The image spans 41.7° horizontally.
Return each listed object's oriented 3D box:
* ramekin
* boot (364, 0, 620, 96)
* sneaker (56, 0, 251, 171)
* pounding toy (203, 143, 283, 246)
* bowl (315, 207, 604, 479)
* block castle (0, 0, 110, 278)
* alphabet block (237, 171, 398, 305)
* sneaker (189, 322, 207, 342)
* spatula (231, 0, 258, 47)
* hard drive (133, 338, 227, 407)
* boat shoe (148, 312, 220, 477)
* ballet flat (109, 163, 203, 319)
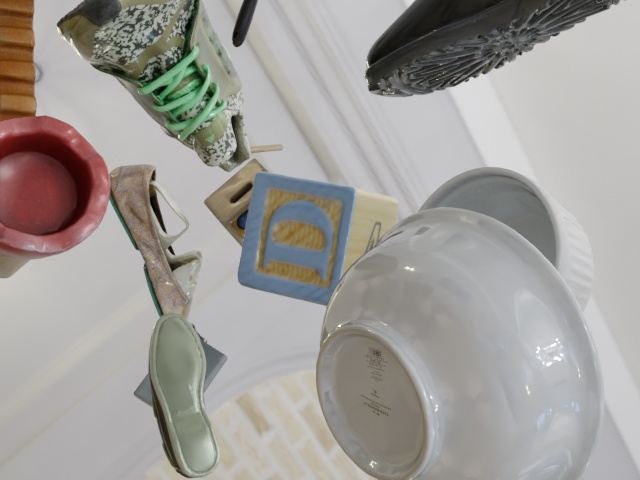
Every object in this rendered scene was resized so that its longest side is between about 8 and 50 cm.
[{"bbox_3d":[0.198,0.032,0.925,0.109,0.207,0.207,18,3,-43],"label":"ramekin"},{"bbox_3d":[0.170,-0.447,1.061,0.367,0.146,0.445,-21,-102,27],"label":"boot"},{"bbox_3d":[-0.152,-0.180,0.975,0.182,0.158,0.410,56,5,10],"label":"sneaker"},{"bbox_3d":[-0.115,-0.093,1.529,0.094,0.181,0.206,46,-4,40],"label":"pounding toy"},{"bbox_3d":[0.091,0.127,0.760,0.297,0.134,0.298,21,-61,44],"label":"bowl"},{"bbox_3d":[-0.356,-0.137,0.469,0.213,0.453,0.303,-28,-117,59],"label":"block castle"},{"bbox_3d":[0.000,0.000,1.409,0.192,0.194,0.197,13,3,25],"label":"alphabet block"},{"bbox_3d":[-0.223,0.177,1.514,0.032,0.036,0.083,-109,-164,-46],"label":"sneaker"},{"bbox_3d":[-0.103,-0.468,1.399,0.084,0.030,0.297,24,-75,42],"label":"spatula"},{"bbox_3d":[-0.229,0.223,1.382,0.094,0.135,0.022,31,-25,8],"label":"hard drive"},{"bbox_3d":[-0.200,0.217,1.170,0.068,0.081,0.228,-30,-110,57],"label":"boat shoe"},{"bbox_3d":[-0.264,0.016,1.435,0.107,0.106,0.316,-109,178,-74],"label":"ballet flat"}]
